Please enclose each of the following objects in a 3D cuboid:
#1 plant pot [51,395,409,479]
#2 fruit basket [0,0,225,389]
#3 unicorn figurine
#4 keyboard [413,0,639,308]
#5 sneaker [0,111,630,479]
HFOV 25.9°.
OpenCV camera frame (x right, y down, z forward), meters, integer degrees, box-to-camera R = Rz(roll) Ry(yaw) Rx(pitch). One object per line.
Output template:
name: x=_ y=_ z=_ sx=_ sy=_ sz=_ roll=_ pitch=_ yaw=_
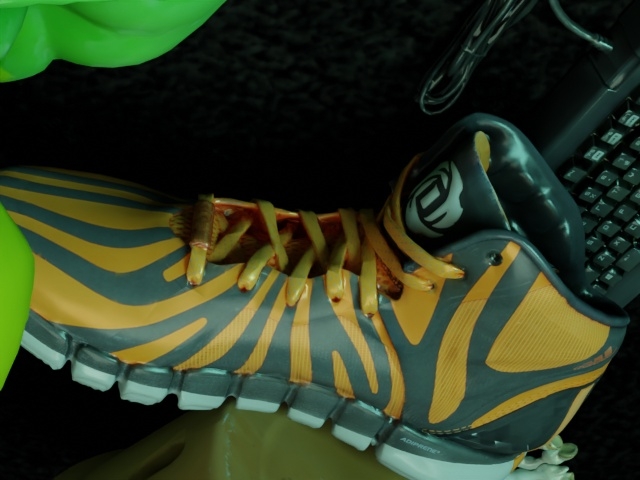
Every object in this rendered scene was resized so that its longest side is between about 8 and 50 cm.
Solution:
plant pot: x=-0.025 y=0.205 z=0.753 sx=0.291 sy=0.291 sz=0.203 roll=27 pitch=124 yaw=-23
fruit basket: x=-0.168 y=-0.058 z=0.443 sx=0.392 sy=0.283 sz=0.392 roll=0 pitch=101 yaw=2
unicorn figurine: x=0.095 y=0.130 z=0.838 sx=0.111 sy=0.060 sz=0.162 roll=-4 pitch=120 yaw=18
keyboard: x=0.150 y=-0.077 z=0.650 sx=0.201 sy=0.033 sz=0.317 roll=24 pitch=129 yaw=-20
sneaker: x=0.000 y=0.000 z=0.657 sx=0.321 sy=0.124 sz=0.180 roll=18 pitch=134 yaw=-18
